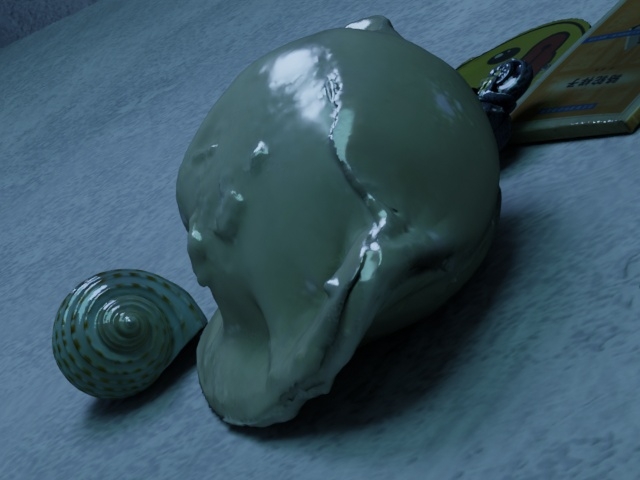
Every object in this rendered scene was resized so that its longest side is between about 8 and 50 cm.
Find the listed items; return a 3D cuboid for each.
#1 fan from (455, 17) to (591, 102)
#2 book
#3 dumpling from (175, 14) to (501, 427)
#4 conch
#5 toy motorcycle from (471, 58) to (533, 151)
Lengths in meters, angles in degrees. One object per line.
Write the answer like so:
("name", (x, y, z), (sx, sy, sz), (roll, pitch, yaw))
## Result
("fan", (0.199, -0.161, 1.575), (0.335, 0.011, 0.229), (-8, 30, 47))
("book", (0.275, -0.165, 1.437), (0.241, 0.018, 0.170), (-45, 24, -29))
("dumpling", (0.000, 0.000, 1.238), (0.315, 0.233, 0.395), (-56, 22, 26))
("conch", (-0.165, 0.072, 1.374), (0.135, 0.102, 0.153), (-19, 14, -15))
("toy motorcycle", (0.107, -0.085, 1.428), (0.193, 0.061, 0.124), (-29, 31, 30))
